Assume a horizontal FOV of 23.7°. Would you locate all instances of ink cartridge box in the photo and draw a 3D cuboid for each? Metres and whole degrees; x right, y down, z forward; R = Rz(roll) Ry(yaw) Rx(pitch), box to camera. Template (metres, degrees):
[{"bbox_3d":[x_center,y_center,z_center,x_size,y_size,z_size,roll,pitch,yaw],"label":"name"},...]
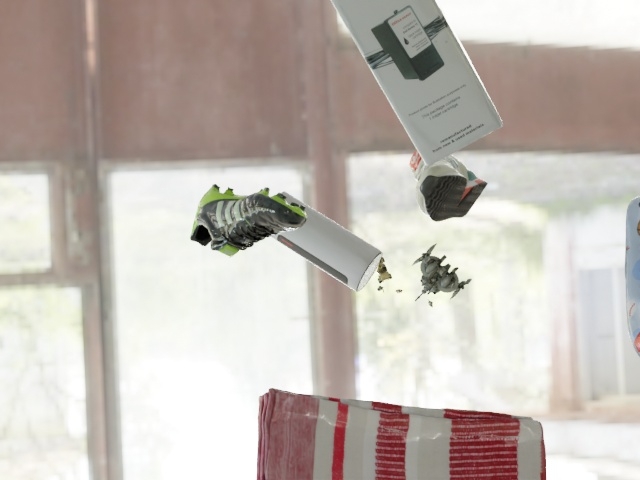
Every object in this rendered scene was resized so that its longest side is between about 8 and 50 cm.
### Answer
[{"bbox_3d":[0.082,-0.197,1.468,0.087,0.208,0.153,-28,-158,8],"label":"ink cartridge box"}]

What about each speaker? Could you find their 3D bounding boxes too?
[{"bbox_3d":[0.000,0.000,1.720,0.136,0.055,0.055,32,-176,12],"label":"speaker"}]

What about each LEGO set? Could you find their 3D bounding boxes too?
[{"bbox_3d":[0.089,0.031,1.309,0.083,0.054,0.023,-14,170,-3],"label":"LEGO set"}]

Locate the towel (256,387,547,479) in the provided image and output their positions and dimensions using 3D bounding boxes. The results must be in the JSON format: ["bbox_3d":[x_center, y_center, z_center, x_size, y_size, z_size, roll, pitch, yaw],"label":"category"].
[{"bbox_3d":[0.091,0.282,1.589,0.329,0.237,0.037,8,152,-16],"label":"towel"}]

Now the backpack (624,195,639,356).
[{"bbox_3d":[0.406,0.028,1.343,0.263,0.277,0.213,22,145,-17],"label":"backpack"}]

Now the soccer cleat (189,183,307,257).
[{"bbox_3d":[-0.075,-0.016,1.574,0.060,0.072,0.179,28,168,-32],"label":"soccer cleat"}]

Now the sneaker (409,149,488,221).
[{"bbox_3d":[0.115,-0.063,1.568,0.075,0.057,0.161,38,-166,17],"label":"sneaker"}]
